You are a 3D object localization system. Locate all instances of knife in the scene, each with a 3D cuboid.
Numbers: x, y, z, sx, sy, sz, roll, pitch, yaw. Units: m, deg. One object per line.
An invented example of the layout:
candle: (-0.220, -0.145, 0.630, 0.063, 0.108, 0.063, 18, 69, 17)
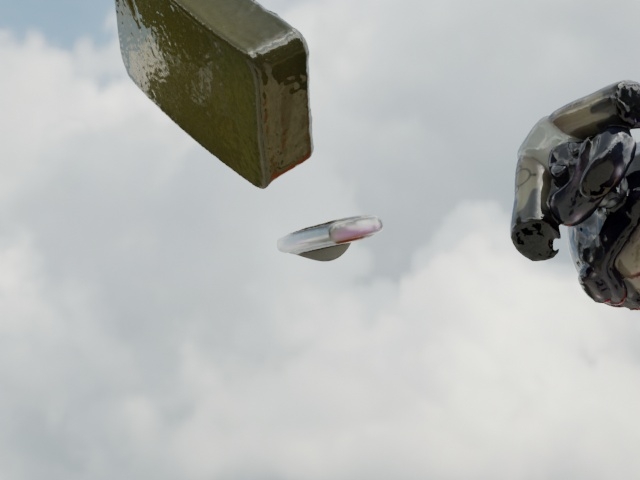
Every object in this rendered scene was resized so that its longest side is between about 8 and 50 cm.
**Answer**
knife: (0.000, 0.001, 0.965, 0.046, 0.022, 0.256, -8, 0, -6)

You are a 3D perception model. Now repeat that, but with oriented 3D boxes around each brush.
brush: (-0.081, -0.136, 1.317, 0.059, 0.197, 0.123, -26, -42, -27)

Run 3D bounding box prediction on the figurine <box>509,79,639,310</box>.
figurine: (0.228, -0.013, 1.303, 0.145, 0.145, 0.222, -24, -46, 38)
